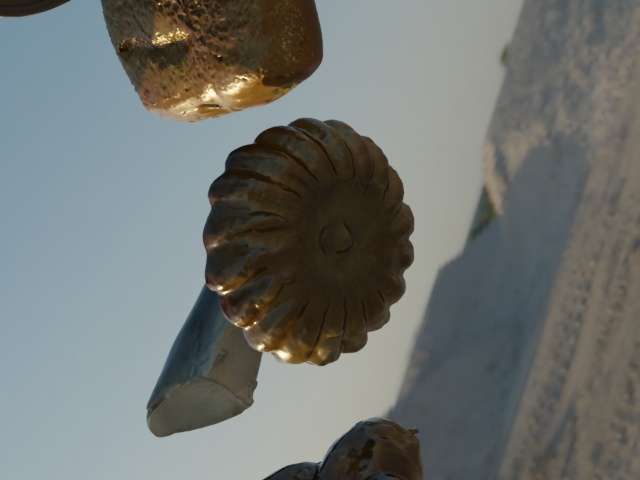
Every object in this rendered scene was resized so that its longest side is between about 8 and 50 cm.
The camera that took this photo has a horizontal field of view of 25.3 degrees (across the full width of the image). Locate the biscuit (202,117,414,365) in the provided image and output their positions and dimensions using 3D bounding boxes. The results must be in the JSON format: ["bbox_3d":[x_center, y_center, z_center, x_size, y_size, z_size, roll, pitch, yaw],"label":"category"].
[{"bbox_3d":[0.000,0.000,1.827,0.107,0.325,0.326,1,69,53],"label":"biscuit"}]

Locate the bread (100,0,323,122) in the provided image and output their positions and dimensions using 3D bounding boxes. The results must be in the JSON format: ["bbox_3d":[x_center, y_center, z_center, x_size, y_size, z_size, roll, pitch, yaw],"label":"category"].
[{"bbox_3d":[-0.159,-0.321,1.826,0.148,0.328,0.337,-22,-78,-35],"label":"bread"}]

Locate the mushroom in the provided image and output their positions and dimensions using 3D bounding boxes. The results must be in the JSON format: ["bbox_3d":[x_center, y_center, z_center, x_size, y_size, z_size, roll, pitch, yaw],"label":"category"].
[{"bbox_3d":[-0.162,0.156,2.396,0.137,0.154,0.407,51,-140,-30],"label":"mushroom"}]

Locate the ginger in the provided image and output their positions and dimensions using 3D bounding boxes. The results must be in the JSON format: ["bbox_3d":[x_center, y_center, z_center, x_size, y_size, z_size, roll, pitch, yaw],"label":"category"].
[{"bbox_3d":[0.001,0.405,1.944,0.357,0.152,0.274,-34,27,11],"label":"ginger"}]

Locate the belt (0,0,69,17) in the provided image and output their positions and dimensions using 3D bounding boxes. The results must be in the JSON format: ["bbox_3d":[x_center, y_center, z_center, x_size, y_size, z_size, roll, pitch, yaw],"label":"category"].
[{"bbox_3d":[-0.274,-0.388,1.526,0.338,0.217,0.122,-41,17,15],"label":"belt"}]
